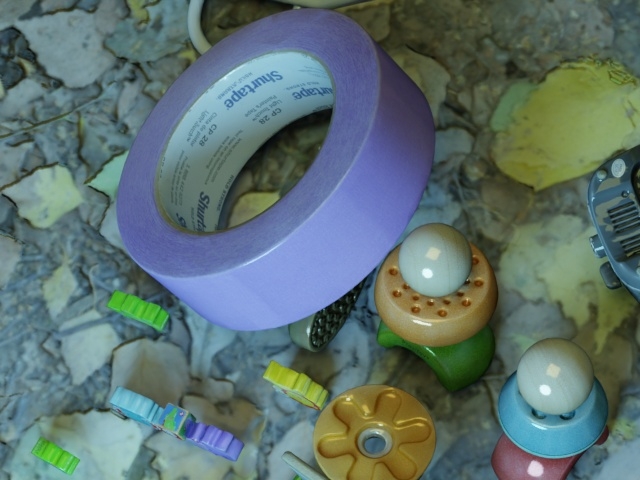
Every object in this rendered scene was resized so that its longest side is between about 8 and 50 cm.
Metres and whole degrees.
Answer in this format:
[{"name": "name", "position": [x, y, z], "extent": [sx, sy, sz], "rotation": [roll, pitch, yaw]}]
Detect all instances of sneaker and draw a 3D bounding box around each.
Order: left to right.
[{"name": "sneaker", "position": [0.000, 0.000, 1.741], "extent": [0.086, 0.064, 0.192], "rotation": [18, 75, 28]}]

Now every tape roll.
[{"name": "tape roll", "position": [-0.041, -0.062, 1.694], "extent": [0.275, 0.090, 0.275], "rotation": [-23, 46, 27]}]

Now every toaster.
[{"name": "toaster", "position": [0.330, -0.022, 1.612], "extent": [0.227, 0.146, 0.129], "rotation": [-23, 67, 6]}]

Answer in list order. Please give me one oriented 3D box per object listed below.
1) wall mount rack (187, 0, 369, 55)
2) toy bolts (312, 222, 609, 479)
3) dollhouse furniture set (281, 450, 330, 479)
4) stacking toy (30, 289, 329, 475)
[{"name": "wall mount rack", "position": [0.001, -0.325, 1.819], "extent": [0.304, 0.130, 0.350], "rotation": [13, 75, 19]}, {"name": "toy bolts", "position": [0.114, 0.114, 1.591], "extent": [0.228, 0.158, 0.218], "rotation": [29, 63, 20]}, {"name": "dollhouse furniture set", "position": [-0.061, 0.325, 1.558], "extent": [0.151, 0.197, 0.301], "rotation": [35, 81, 22]}, {"name": "stacking toy", "position": [-0.125, 0.158, 1.721], "extent": [0.221, 0.052, 0.167], "rotation": [23, 76, 23]}]
